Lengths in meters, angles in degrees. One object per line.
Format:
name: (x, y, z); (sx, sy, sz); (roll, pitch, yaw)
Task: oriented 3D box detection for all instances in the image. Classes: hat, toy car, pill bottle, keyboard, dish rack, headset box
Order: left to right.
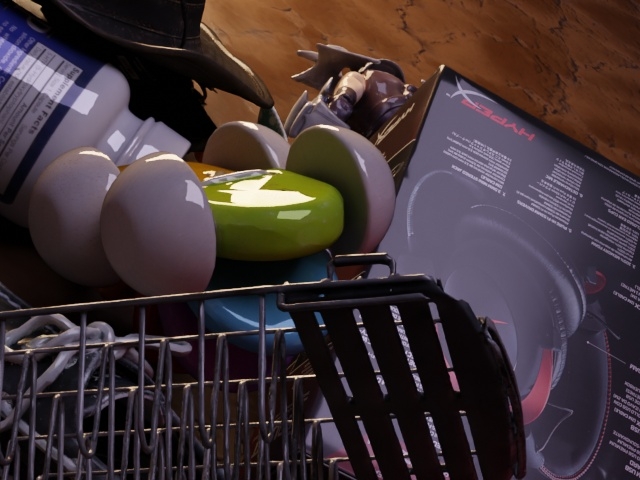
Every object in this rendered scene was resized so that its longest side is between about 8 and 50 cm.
pill bottle: (-0.176, -0.073, 1.093); (0.186, 0.112, 0.112); (33, 27, -4)
hat: (-0.142, -0.215, 1.204); (0.331, 0.134, 0.331); (27, 7, -4)
keyboard: (-0.127, -0.105, 1.297); (0.100, 0.038, 0.192); (2, 34, -30)
dish rack: (-0.055, 0.090, 0.736); (0.271, 0.208, 0.074); (-6, 58, 10)
toy car: (-0.055, 0.012, 0.980); (0.159, 0.136, 0.182); (-12, 11, -36)
headset box: (0.095, 0.083, 1.042); (0.218, 0.110, 0.293); (28, 58, -11)

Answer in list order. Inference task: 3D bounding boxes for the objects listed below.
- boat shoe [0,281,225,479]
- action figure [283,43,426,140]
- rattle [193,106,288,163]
boat shoe: (-0.119, 0.088, 0.903); (0.113, 0.105, 0.306); (-3, 45, -51)
action figure: (0.067, -0.048, 1.353); (0.185, 0.099, 0.285); (9, 32, -28)
rattle: (0.000, 0.000, 1.234); (0.143, 0.130, 0.199); (39, -10, -31)
